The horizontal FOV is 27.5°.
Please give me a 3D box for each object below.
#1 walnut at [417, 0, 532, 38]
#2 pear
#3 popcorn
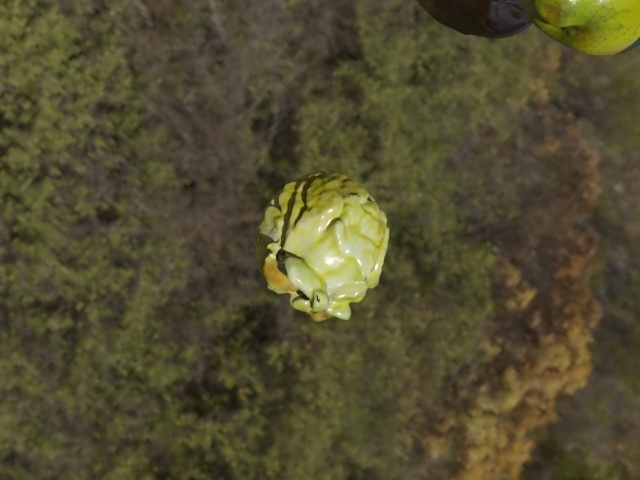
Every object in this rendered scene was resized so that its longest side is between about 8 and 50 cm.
[{"bbox_3d":[0.230,-0.378,1.972,0.137,0.245,0.137,-23,127,-35],"label":"walnut"},{"bbox_3d":[0.313,-0.297,1.474,0.220,0.187,0.187,-51,174,-43],"label":"pear"},{"bbox_3d":[0.000,0.000,1.290,0.162,0.141,0.136,-20,137,-49],"label":"popcorn"}]
